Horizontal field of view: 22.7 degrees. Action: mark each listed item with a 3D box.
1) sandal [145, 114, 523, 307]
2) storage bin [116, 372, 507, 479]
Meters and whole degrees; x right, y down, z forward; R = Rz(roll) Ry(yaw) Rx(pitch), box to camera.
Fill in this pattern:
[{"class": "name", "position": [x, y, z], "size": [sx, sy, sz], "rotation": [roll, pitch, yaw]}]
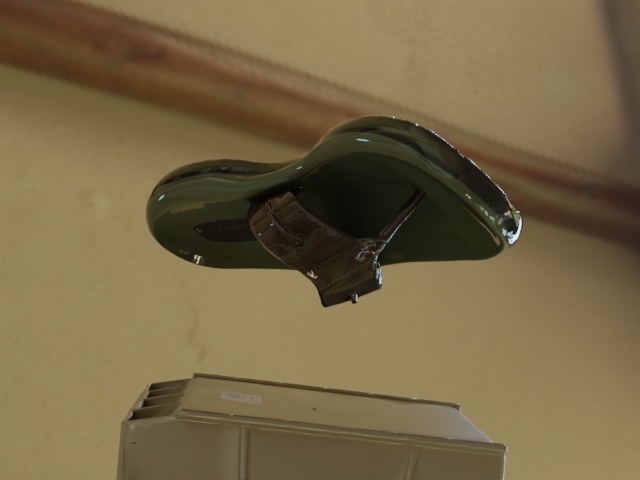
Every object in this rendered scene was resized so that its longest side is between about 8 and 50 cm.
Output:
[{"class": "sandal", "position": [0.000, 0.001, 0.971], "size": [0.120, 0.303, 0.086], "rotation": [42, -122, -30]}, {"class": "storage bin", "position": [-0.010, 0.178, 1.162], "size": [0.260, 0.262, 0.123], "rotation": [6, -89, -2]}]
